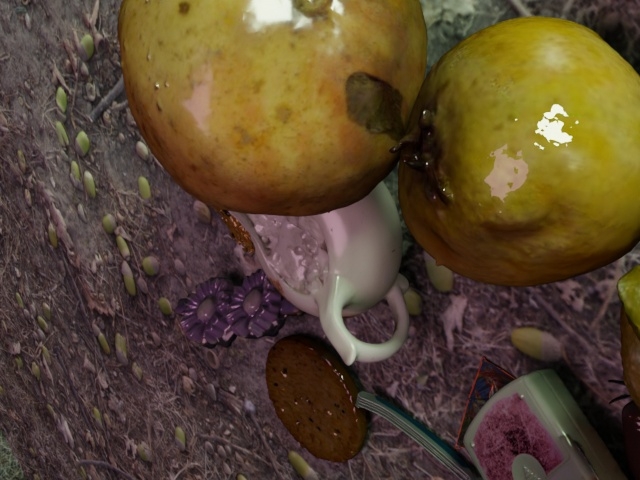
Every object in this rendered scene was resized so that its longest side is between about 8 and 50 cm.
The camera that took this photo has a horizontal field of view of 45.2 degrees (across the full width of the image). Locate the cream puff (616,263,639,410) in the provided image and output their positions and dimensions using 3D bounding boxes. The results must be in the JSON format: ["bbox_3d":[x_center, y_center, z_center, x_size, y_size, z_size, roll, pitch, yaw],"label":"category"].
[{"bbox_3d":[0.297,0.032,0.467,0.196,0.244,0.244,23,125,52],"label":"cream puff"}]

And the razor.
[{"bbox_3d":[0.118,0.239,0.913,0.191,0.037,0.068,37,137,33],"label":"razor"}]

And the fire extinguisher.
[{"bbox_3d":[0.298,0.196,0.689,0.064,0.043,0.158,-6,106,18],"label":"fire extinguisher"}]

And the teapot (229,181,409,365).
[{"bbox_3d":[0.000,0.000,0.848,0.298,0.139,0.204,47,134,22],"label":"teapot"}]

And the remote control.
[{"bbox_3d":[0.252,0.288,0.696,0.344,0.050,0.145,63,145,30],"label":"remote control"}]

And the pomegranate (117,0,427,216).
[{"bbox_3d":[-0.045,-0.154,0.681,0.281,0.281,0.281,24,125,39],"label":"pomegranate"}]

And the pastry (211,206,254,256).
[{"bbox_3d":[-0.111,-0.049,1.012,0.140,0.056,0.080,53,147,5],"label":"pastry"}]

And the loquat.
[{"bbox_3d":[0.152,-0.066,0.594,0.213,0.213,0.213,24,125,39],"label":"loquat"}]

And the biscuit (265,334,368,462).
[{"bbox_3d":[-0.008,0.215,1.049,0.188,0.027,0.187,26,127,39],"label":"biscuit"}]

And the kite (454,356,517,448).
[{"bbox_3d":[0.202,0.198,0.822,0.190,0.010,0.159,-24,91,51],"label":"kite"}]

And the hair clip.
[{"bbox_3d":[-0.115,0.098,1.074,0.292,0.085,0.106,-14,55,48],"label":"hair clip"}]
